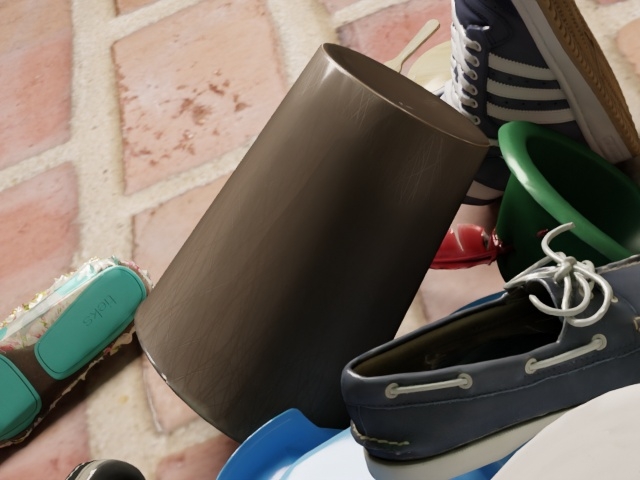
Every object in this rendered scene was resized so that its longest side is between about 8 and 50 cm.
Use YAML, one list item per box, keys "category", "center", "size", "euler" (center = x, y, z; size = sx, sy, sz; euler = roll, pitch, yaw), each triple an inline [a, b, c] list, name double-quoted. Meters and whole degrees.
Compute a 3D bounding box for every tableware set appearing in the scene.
- category: "tableware set"
  center: [0.081, -0.089, 1.280]
  size: [0.128, 0.039, 0.194]
  euler: [30, 68, 37]

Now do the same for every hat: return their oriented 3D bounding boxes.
- category: "hat"
  center: [0.140, 0.036, 1.073]
  size: [0.183, 0.173, 0.208]
  euler: [-53, 21, 22]

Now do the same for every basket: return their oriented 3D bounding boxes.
- category: "basket"
  center: [0.000, 0.000, 1.024]
  size: [0.227, 0.154, 0.204]
  euler: [-59, 29, 16]

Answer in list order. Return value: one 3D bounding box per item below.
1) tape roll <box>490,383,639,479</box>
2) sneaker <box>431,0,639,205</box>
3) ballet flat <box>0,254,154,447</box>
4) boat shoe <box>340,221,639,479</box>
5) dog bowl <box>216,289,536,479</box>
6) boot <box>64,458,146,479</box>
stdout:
- category: "tape roll"
  center: [0.152, 0.210, 0.684]
  size: [0.286, 0.100, 0.286]
  euler: [-40, 35, 37]
- category: "sneaker"
  center: [0.113, -0.123, 1.107]
  size: [0.153, 0.282, 0.099]
  euler: [-20, 50, 19]
- category: "ballet flat"
  center: [-0.231, 0.099, 1.215]
  size: [0.241, 0.091, 0.077]
  euler: [-33, 5, -17]
- category: "boat shoe"
  center: [0.129, 0.051, 0.890]
  size: [0.254, 0.079, 0.095]
  euler: [-22, 26, -8]
- category: "dog bowl"
  center: [0.078, 0.140, 0.930]
  size: [0.297, 0.074, 0.166]
  euler: [-29, 40, -15]
- category: "boot"
  center: [-0.209, 0.236, 0.956]
  size: [0.178, 0.085, 0.236]
  euler: [5, 72, 40]
